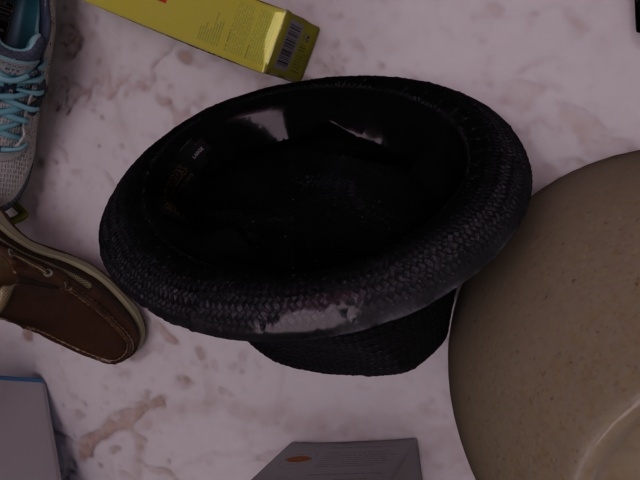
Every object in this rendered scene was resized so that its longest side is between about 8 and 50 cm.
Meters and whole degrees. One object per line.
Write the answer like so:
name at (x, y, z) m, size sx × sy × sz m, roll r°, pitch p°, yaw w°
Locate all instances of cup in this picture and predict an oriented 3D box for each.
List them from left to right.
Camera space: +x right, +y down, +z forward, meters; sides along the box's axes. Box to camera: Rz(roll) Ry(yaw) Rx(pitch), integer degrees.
cup at (0.230, 0.114, 0.429) m, size 0.331 × 0.237 × 0.330 m, roll 3°, pitch 100°, yaw 16°

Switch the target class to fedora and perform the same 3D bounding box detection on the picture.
fedora at (0.000, 0.000, 0.561) m, size 0.334 × 0.334 × 0.152 m, roll -1°, pitch 129°, yaw 20°

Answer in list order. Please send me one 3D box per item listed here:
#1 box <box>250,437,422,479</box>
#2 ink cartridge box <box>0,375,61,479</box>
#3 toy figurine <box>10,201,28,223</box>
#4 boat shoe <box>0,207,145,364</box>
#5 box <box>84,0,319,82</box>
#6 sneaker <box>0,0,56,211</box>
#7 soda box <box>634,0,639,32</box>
box at (0.009, 0.238, 0.605) m, size 0.130 × 0.170 × 0.090 m, roll -8°, pitch 92°, yaw 20°
ink cartridge box at (-0.432, 0.273, 0.727) m, size 0.270 × 0.198 × 0.197 m, roll -28°, pitch 65°, yaw 20°
toy figurine at (-0.519, -0.053, 0.810) m, size 0.362 × 0.191 × 0.217 m, roll 44°, pitch 140°, yaw 0°
boat shoe at (-0.289, 0.049, 0.689) m, size 0.257 × 0.095 × 0.095 m, roll 36°, pitch 113°, yaw -13°
box at (-0.123, -0.210, 0.650) m, size 0.232 × 0.087 × 0.058 m, roll 26°, pitch 103°, yaw 16°
sneaker at (-0.311, -0.159, 0.686) m, size 0.122 × 0.110 × 0.282 m, roll 21°, pitch 106°, yaw 53°
soda box at (0.259, -0.242, 0.526) m, size 0.060 × 0.053 × 0.168 m, roll -1°, pitch 95°, yaw 20°
